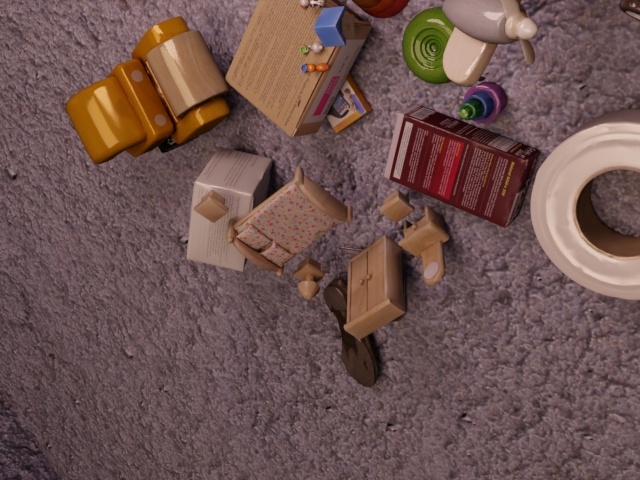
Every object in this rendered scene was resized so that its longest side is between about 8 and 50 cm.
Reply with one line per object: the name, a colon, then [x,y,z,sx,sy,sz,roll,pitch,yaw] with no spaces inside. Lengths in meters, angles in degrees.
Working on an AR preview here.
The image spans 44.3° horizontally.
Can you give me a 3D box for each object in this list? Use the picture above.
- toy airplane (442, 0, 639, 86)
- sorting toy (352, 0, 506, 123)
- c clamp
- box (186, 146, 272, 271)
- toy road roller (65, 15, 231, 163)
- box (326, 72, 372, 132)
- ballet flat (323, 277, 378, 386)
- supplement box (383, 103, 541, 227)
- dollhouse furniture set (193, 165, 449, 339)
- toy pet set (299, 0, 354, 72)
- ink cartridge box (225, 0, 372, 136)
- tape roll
toy airplane: [0.300,-0.441,1.039,0.385,0.272,0.386,-17,83,27]
sorting toy: [0.153,-0.328,1.288,0.365,0.126,0.127,50,129,6]
c clamp: [0.110,0.087,1.573,0.137,0.022,0.160,2,110,28]
box: [-0.181,-0.065,1.578,0.119,0.181,0.181,13,120,3]
toy road roller: [-0.348,-0.268,1.542,0.329,0.241,0.202,-18,101,60]
box: [0.028,-0.278,1.457,0.081,0.028,0.136,-31,93,38]
ballet flat: [0.071,0.189,1.627,0.084,0.058,0.249,-6,112,39]
supplement box: [0.239,-0.132,1.351,0.239,0.073,0.130,26,124,23]
dollhouse furniture set: [0.000,0.000,1.382,0.356,0.173,0.303,35,127,-28]
toy pet set: [-0.005,-0.338,1.287,0.114,0.065,0.122,6,105,35]
ink cartridge box: [-0.044,-0.336,1.414,0.193,0.088,0.234,43,122,20]
tape roll: [0.476,-0.054,1.209,0.286,0.100,0.286,14,117,28]
